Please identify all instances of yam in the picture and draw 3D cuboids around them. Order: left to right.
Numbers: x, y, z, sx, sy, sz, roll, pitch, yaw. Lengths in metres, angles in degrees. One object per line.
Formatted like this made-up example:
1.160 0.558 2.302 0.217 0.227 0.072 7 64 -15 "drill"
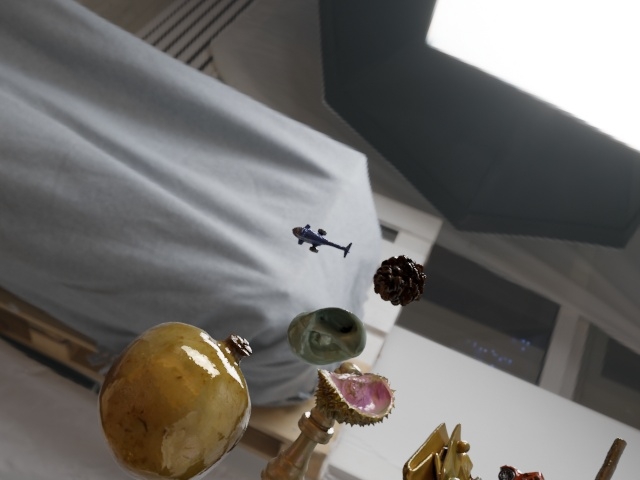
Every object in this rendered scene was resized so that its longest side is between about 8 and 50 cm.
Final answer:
0.778 0.676 2.035 0.327 0.045 0.045 -47 123 -35 "yam"

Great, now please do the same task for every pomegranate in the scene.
-0.260 0.296 1.308 0.307 0.307 0.307 22 90 -79 "pomegranate"

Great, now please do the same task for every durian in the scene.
0.078 0.368 1.723 0.182 0.165 0.132 23 79 -63 "durian"

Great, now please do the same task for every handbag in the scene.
0.353 0.692 1.871 0.283 0.133 0.401 -31 104 -63 "handbag"

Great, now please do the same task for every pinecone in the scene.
0.232 0.123 2.233 0.173 0.173 0.173 22 90 -79 "pinecone"

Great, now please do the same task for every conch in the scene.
0.017 0.260 2.057 0.121 0.221 0.185 -89 -178 -56 "conch"

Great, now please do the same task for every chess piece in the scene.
-0.011 0.501 1.977 0.397 0.117 0.117 -57 170 7 "chess piece"

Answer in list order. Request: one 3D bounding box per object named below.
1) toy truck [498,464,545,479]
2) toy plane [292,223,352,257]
0.555 0.689 1.901 0.252 0.114 0.107 -114 -177 -58 "toy truck"
0.000 0.000 1.575 0.062 0.167 0.054 35 78 -54 "toy plane"
